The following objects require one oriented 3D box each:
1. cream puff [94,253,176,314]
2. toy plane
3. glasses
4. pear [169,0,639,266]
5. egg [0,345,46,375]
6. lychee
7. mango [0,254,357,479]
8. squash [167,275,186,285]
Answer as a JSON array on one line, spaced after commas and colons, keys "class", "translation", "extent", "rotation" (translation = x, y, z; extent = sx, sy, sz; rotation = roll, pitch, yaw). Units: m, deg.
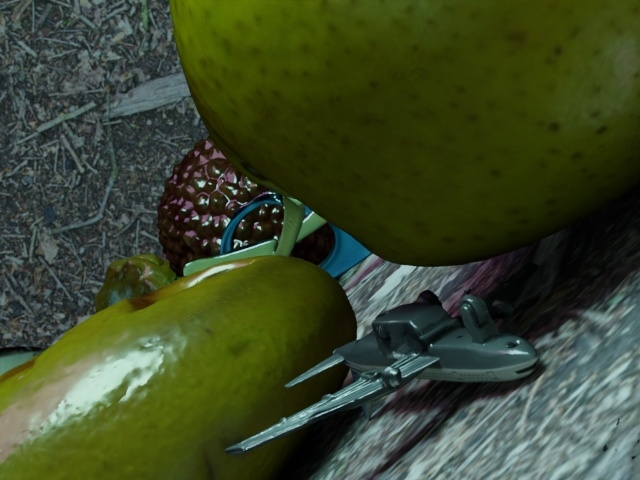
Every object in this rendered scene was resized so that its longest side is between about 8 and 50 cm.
[{"class": "cream puff", "translation": [-0.191, 0.083, 2.035], "extent": [0.116, 0.146, 0.146], "rotation": [4, -33, -43]}, {"class": "toy plane", "translation": [0.055, 0.063, 0.952], "extent": [0.226, 0.058, 0.226], "rotation": [-30, 0, -24]}, {"class": "glasses", "translation": [-0.018, -0.030, 1.375], "extent": [0.239, 0.102, 0.207], "rotation": [-40, -22, 23]}, {"class": "pear", "translation": [0.095, -0.190, 0.971], "extent": [0.418, 0.362, 0.362], "rotation": [-57, 5, 10]}, {"class": "egg", "translation": [-0.406, 0.264, 1.826], "extent": [0.337, 0.201, 0.337], "rotation": [-24, -11, -5]}, {"class": "lychee", "translation": [-0.057, -0.008, 1.580], "extent": [0.188, 0.188, 0.188], "rotation": [-44, 7, 7]}, {"class": "mango", "translation": [-0.127, 0.143, 1.113], "extent": [0.365, 0.182, 0.253], "rotation": [-34, 4, -7]}, {"class": "squash", "translation": [-0.148, 0.152, 1.301], "extent": [0.247, 0.132, 0.132], "rotation": [-45, 7, 8]}]
